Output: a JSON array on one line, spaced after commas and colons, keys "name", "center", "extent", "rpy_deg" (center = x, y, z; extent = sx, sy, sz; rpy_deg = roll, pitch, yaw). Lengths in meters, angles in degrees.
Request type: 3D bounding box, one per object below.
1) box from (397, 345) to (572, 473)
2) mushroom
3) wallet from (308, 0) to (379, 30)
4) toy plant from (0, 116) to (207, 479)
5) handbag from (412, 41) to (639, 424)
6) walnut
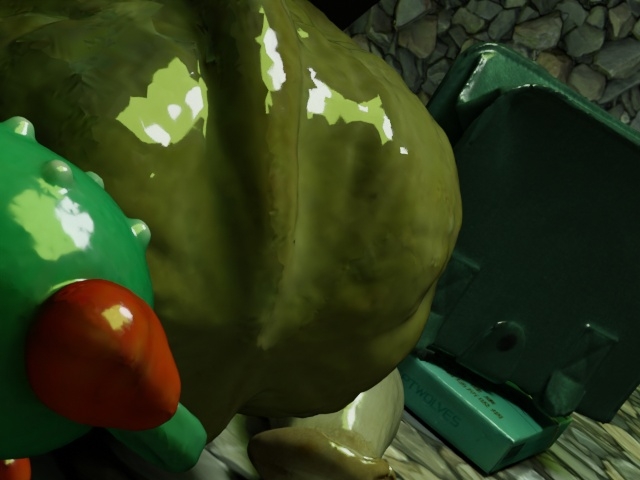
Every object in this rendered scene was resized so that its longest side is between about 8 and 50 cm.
[{"name": "box", "center": [0.118, 0.120, 1.526], "extent": [0.162, 0.041, 0.229], "rpy_deg": [40, 11, 16]}, {"name": "mushroom", "center": [0.008, 0.108, 1.128], "extent": [0.212, 0.088, 0.097], "rpy_deg": [-93, 162, -69]}, {"name": "wallet", "center": [-0.107, -0.150, 1.072], "extent": [0.228, 0.406, 0.062], "rpy_deg": [26, 44, -35]}, {"name": "toy plant", "center": [-0.210, -0.029, 0.721], "extent": [0.400, 0.279, 0.185], "rpy_deg": [30, 43, 10]}, {"name": "handbag", "center": [0.180, 0.006, 1.451], "extent": [0.326, 0.238, 0.089], "rpy_deg": [26, 13, -38]}, {"name": "walnut", "center": [-0.083, -0.026, 0.947], "extent": [0.282, 0.253, 0.277], "rpy_deg": [33, 14, -38]}]
